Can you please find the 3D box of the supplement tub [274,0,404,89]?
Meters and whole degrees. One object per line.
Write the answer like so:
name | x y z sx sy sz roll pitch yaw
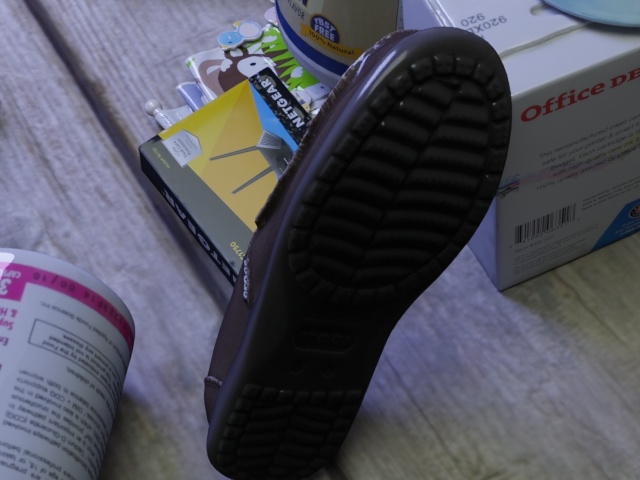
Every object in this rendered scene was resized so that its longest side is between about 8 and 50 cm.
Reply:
supplement tub | 0.077 -0.291 1.141 0.228 0.316 0.228 1 49 -2

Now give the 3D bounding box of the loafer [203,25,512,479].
loafer | 0.000 0.000 0.972 0.133 0.366 0.130 15 28 -29

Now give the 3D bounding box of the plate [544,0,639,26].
plate | 0.223 -0.223 0.986 0.188 0.024 0.188 -4 51 5

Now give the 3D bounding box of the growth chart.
growth chart | -0.039 -0.142 1.248 0.237 0.021 0.172 -39 60 -22

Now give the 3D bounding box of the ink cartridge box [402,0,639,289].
ink cartridge box | 0.172 -0.115 1.072 0.171 0.233 0.168 -22 55 -9

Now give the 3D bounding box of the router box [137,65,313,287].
router box | -0.042 -0.036 1.135 0.133 0.046 0.179 -35 72 -16

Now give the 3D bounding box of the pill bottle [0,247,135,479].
pill bottle | -0.234 0.160 0.968 0.160 0.160 0.283 3 54 9
